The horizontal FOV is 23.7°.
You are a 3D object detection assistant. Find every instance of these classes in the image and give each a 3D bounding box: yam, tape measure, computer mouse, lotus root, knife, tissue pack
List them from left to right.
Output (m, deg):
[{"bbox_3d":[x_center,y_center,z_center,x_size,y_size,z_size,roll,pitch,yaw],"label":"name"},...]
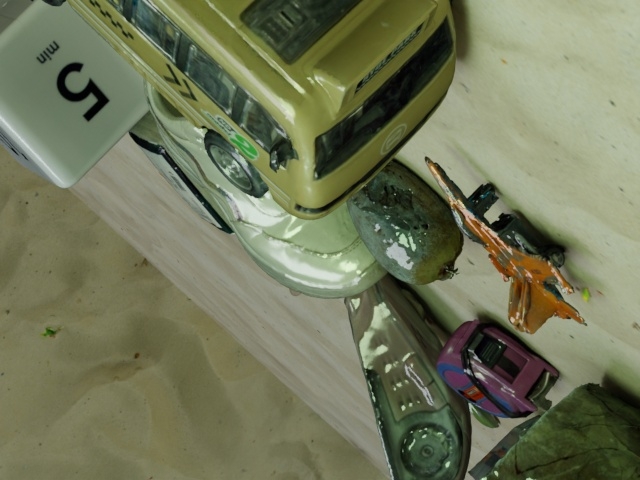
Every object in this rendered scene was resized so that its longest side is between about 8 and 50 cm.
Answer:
[{"bbox_3d":[-0.149,-0.096,1.906,0.103,0.090,0.170,29,161,51],"label":"tissue pack"},{"bbox_3d":[0.069,-0.025,1.430,0.165,0.088,0.088,51,171,13],"label":"lotus root"},{"bbox_3d":[0.105,0.151,1.807,0.199,0.115,0.389,-111,6,-80],"label":"computer mouse"},{"bbox_3d":[0.187,0.197,2.005,0.184,0.022,0.026,48,-166,-30],"label":"knife"},{"bbox_3d":[0.190,0.142,1.645,0.125,0.074,0.118,38,164,-1],"label":"tape measure"},{"bbox_3d":[0.300,0.296,1.426,0.348,0.241,0.241,33,166,26],"label":"yam"}]

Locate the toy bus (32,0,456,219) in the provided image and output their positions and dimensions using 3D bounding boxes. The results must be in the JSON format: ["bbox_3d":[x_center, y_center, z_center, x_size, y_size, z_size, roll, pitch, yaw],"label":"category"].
[{"bbox_3d":[-0.078,-0.195,1.047,0.365,0.177,0.202,43,163,7],"label":"toy bus"}]

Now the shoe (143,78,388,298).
[{"bbox_3d":[-0.067,-0.089,1.507,0.342,0.132,0.210,45,171,26],"label":"shoe"}]

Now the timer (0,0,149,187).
[{"bbox_3d":[-0.332,-0.206,1.865,0.195,0.194,0.192,50,167,-28],"label":"timer"}]

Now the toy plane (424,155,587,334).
[{"bbox_3d":[0.155,-0.003,1.280,0.188,0.062,0.135,59,167,-8],"label":"toy plane"}]

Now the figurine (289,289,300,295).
[{"bbox_3d":[0.000,0.000,1.644,0.125,0.125,0.138,42,174,5],"label":"figurine"}]

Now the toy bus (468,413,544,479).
[{"bbox_3d":[0.320,0.351,1.826,0.317,0.138,0.112,47,174,-25],"label":"toy bus"}]
